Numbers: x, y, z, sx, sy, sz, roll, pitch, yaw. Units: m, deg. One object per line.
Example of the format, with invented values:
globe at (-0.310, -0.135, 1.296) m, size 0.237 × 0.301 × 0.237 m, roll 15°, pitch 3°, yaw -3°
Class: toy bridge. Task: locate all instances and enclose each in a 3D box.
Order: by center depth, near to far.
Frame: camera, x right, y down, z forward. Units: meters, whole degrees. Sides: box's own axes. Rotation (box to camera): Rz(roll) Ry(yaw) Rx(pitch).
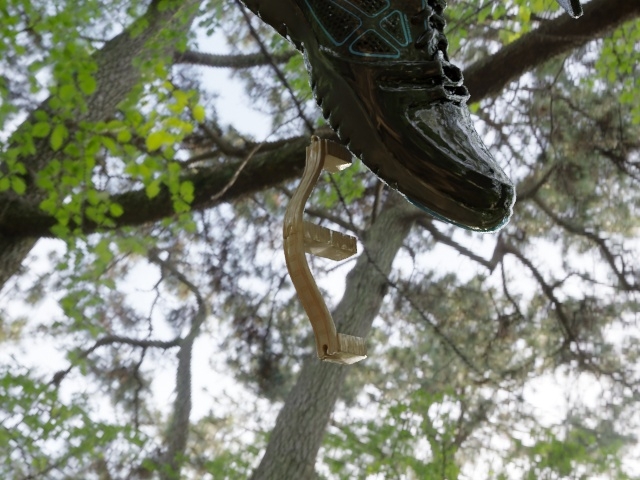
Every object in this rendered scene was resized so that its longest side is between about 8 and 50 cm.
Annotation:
toy bridge at (0.000, 0.000, 0.633) m, size 0.063 × 0.188 × 0.026 m, roll 16°, pitch -29°, yaw -39°

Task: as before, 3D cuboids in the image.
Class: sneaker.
sneaker at (0.056, -0.157, 0.647) m, size 0.139 × 0.125 × 0.341 m, roll -41°, pitch -102°, yaw 19°

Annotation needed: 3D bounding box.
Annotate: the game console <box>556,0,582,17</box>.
game console at (0.241, -0.303, 0.799) m, size 0.071 × 0.122 × 0.107 m, roll -32°, pitch -38°, yaw 9°
